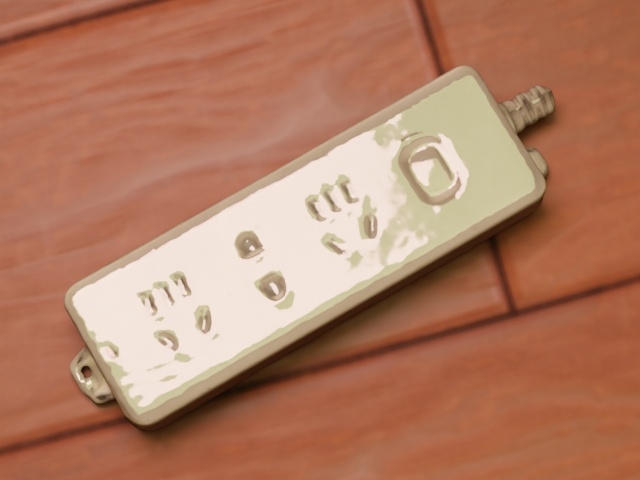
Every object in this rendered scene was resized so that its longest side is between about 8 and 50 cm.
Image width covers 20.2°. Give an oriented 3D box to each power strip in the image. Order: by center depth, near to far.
[{"bbox_3d":[0.000,0.000,1.074,0.338,0.058,0.098,-30,80,-5],"label":"power strip"}]
